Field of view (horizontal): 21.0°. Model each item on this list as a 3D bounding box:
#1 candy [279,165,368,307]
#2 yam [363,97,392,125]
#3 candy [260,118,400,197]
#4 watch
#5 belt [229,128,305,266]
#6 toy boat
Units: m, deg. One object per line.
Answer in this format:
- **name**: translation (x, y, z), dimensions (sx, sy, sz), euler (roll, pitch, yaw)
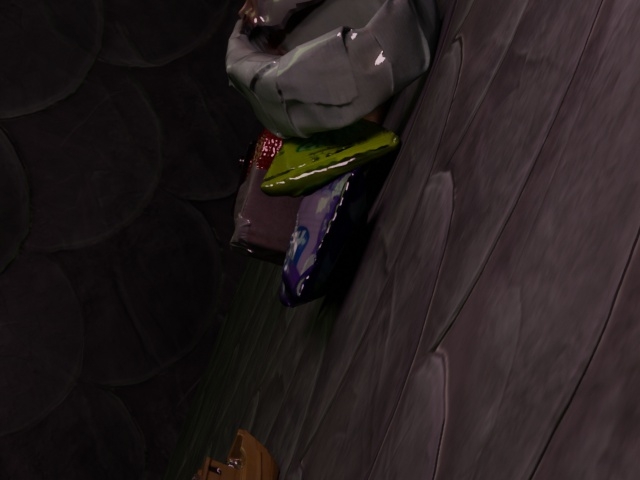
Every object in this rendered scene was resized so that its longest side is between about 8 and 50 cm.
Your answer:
- **candy**: translation (0.000, 0.000, 1.757), dimensions (0.275, 0.070, 0.145), euler (149, 144, -84)
- **yam**: translation (0.057, -0.140, 2.012), dimensions (0.032, 0.032, 0.145), euler (-138, 69, -85)
- **candy**: translation (0.006, -0.091, 1.842), dimensions (0.149, 0.069, 0.246), euler (-23, 0, 1)
- **watch**: translation (0.009, -0.201, 1.824), dimensions (0.253, 0.161, 0.241), euler (-18, 30, 33)
- **belt**: translation (-0.051, -0.064, 2.223), dimensions (0.128, 0.124, 0.200), euler (-73, -1, -74)
- **toy boat**: translation (-0.087, 0.244, 1.592), dimensions (0.200, 0.077, 0.057), euler (-77, 9, -61)
